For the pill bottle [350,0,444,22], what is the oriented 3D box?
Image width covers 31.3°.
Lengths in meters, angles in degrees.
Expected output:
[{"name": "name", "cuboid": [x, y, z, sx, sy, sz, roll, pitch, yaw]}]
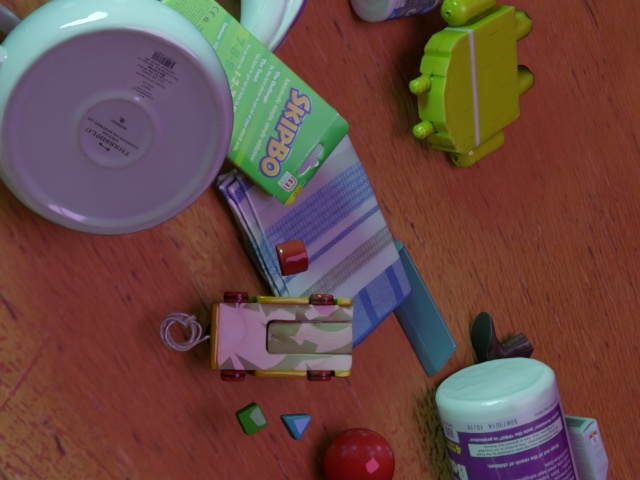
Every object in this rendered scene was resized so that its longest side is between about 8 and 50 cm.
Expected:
[{"name": "pill bottle", "cuboid": [0.109, -0.333, 1.504, 0.137, 0.078, 0.078, -20, 102, -42]}]

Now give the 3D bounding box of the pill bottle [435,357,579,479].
[{"name": "pill bottle", "cuboid": [0.269, 0.328, 1.567, 0.169, 0.169, 0.302, -25, 105, -42]}]

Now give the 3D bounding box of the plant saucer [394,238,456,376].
[{"name": "plant saucer", "cuboid": [0.131, 0.093, 1.550, 0.067, 0.018, 0.192, -46, 118, -35]}]

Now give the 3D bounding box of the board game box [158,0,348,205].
[{"name": "board game box", "cuboid": [-0.095, -0.162, 1.273, 0.259, 0.039, 0.124, 40, 85, -21]}]

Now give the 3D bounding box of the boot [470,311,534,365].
[{"name": "boot", "cuboid": [0.269, 0.145, 1.665, 0.114, 0.037, 0.106, -11, 109, -40]}]

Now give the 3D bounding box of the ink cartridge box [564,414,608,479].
[{"name": "ink cartridge box", "cuboid": [0.357, 0.337, 1.667, 0.045, 0.145, 0.179, -36, 113, -36]}]

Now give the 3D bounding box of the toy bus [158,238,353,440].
[{"name": "toy bus", "cuboid": [-0.061, 0.109, 1.303, 0.191, 0.104, 0.202, -43, 99, -13]}]

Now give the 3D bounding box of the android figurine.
[{"name": "android figurine", "cuboid": [0.210, -0.222, 1.576, 0.273, 0.056, 0.248, -35, 127, -41]}]

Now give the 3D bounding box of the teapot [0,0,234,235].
[{"name": "teapot", "cuboid": [-0.217, -0.142, 1.119, 0.252, 0.187, 0.256, -16, 123, -10]}]

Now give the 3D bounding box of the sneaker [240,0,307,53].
[{"name": "sneaker", "cuboid": [-0.081, -0.360, 1.326, 0.152, 0.114, 0.305, 10, 82, -23]}]

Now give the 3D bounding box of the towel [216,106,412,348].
[{"name": "towel", "cuboid": [0.000, 0.000, 1.410, 0.209, 0.034, 0.285, -39, 115, -34]}]

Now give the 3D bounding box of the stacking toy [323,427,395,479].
[{"name": "stacking toy", "cuboid": [0.050, 0.395, 1.386, 0.141, 0.141, 0.330, 9, 78, -43]}]
